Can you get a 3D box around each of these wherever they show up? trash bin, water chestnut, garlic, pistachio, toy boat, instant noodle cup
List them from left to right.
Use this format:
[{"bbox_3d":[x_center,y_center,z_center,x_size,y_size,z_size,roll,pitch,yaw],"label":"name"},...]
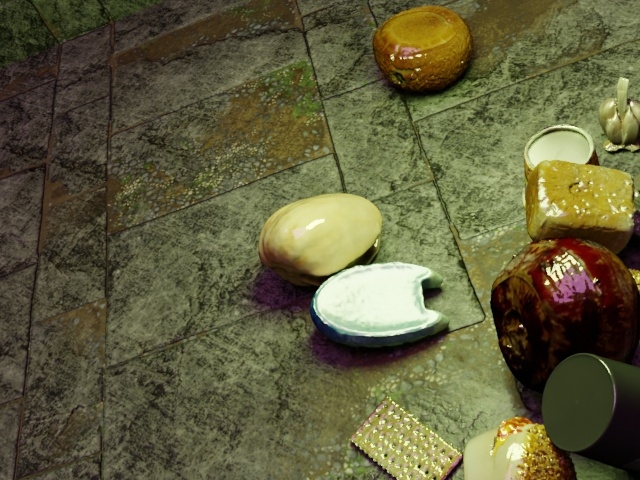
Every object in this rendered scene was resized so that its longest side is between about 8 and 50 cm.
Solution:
[{"bbox_3d":[0.000,0.000,2.065,0.321,0.229,0.238,-14,68,-6],"label":"pistachio"},{"bbox_3d":[0.140,0.168,1.960,0.329,0.123,0.215,-8,56,3],"label":"toy boat"},{"bbox_3d":[0.586,-0.166,1.976,0.213,0.174,0.213,-12,49,14],"label":"instant noodle cup"},{"bbox_3d":[0.521,0.154,1.668,0.302,0.350,0.350,-3,44,-16],"label":"water chestnut"},{"bbox_3d":[0.753,-0.327,2.036,0.131,0.194,0.127,4,44,34],"label":"garlic"},{"bbox_3d":[0.581,0.328,1.473,0.214,0.333,0.214,-48,31,43],"label":"trash bin"}]

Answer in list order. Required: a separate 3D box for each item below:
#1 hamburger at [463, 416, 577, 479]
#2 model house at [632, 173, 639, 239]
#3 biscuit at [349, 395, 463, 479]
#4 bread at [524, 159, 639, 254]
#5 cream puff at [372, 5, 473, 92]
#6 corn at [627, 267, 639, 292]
[{"bbox_3d":[0.373,0.465,1.471,0.179,0.276,0.294,-14,58,28],"label":"hamburger"},{"bbox_3d":[0.774,-0.084,1.860,0.229,0.122,0.188,-45,44,-9],"label":"model house"},{"bbox_3d":[0.184,0.444,1.748,0.139,0.016,0.231,-46,49,-16],"label":"biscuit"},{"bbox_3d":[0.581,-0.057,1.807,0.246,0.176,0.196,8,55,5],"label":"bread"},{"bbox_3d":[0.308,-0.554,2.411,0.303,0.212,0.303,-7,46,8],"label":"cream puff"},{"bbox_3d":[0.598,0.082,1.817,0.291,0.101,0.101,22,64,37],"label":"corn"}]
